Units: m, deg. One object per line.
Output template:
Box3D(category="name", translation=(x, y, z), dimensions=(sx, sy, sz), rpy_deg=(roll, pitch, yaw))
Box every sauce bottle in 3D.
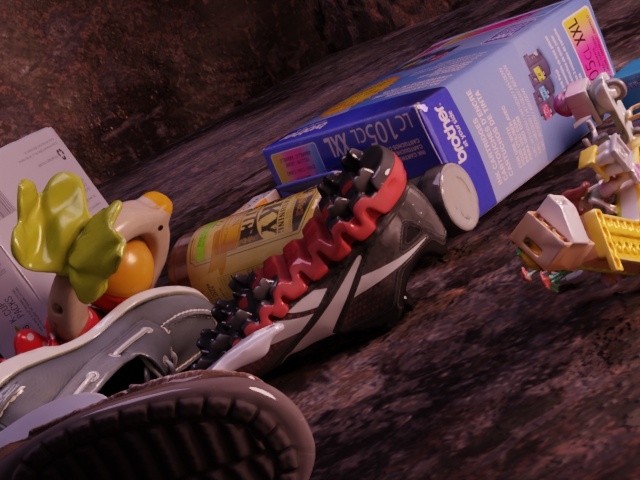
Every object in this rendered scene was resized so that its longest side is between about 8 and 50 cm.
Box3D(category="sauce bottle", translation=(0.000, 0.000, 1.396), dimensions=(0.344, 0.111, 0.111), rpy_deg=(-18, 14, 33))

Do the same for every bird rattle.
Box3D(category="bird rattle", translation=(-0.222, 0.053, 1.381), dimensions=(0.143, 0.253, 0.207), rpy_deg=(24, 34, 26))

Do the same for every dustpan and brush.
Box3D(category="dustpan and brush", translation=(-0.113, 0.140, 1.137), dimensions=(0.211, 0.060, 0.147), rpy_deg=(-28, 12, -8))

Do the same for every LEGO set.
Box3D(category="LEGO set", translation=(0.190, -0.011, 1.034), dimensions=(0.107, 0.132, 0.287), rpy_deg=(-29, 15, 33))

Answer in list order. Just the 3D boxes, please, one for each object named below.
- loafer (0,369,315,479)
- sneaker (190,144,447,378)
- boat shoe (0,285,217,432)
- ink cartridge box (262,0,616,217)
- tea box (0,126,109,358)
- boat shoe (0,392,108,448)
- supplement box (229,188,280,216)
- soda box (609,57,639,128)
Box3D(category="loafer", translation=(-0.173, 0.172, 0.930), dimensions=(0.366, 0.134, 0.130), rpy_deg=(-23, 15, 13))
Box3D(category="sneaker", translation=(0.004, 0.051, 1.208), dimensions=(0.276, 0.135, 0.097), rpy_deg=(-47, 20, 13))
Box3D(category="boat shoe", translation=(-0.186, 0.134, 1.282), dimensions=(0.099, 0.116, 0.319), rpy_deg=(29, 28, 25))
Box3D(category="ink cartridge box", translation=(0.127, -0.118, 1.561), dimensions=(0.270, 0.151, 0.395), rpy_deg=(-12, 19, 49))
Box3D(category="tea box", translation=(-0.439, 0.058, 1.659), dimensions=(0.323, 0.220, 0.329), rpy_deg=(-34, 6, 15))
Box3D(category="boat shoe", translation=(-0.238, 0.198, 1.108), dimensions=(0.228, 0.076, 0.080), rpy_deg=(-30, 27, 21))
Box3D(category="supplement box", translation=(-0.055, 0.000, 1.535), dimensions=(0.036, 0.098, 0.062), rpy_deg=(-19, 14, 31))
Box3D(category="soda box", translation=(0.401, -0.170, 1.392), dimensions=(0.210, 0.067, 0.071), rpy_deg=(-14, 16, 45))
